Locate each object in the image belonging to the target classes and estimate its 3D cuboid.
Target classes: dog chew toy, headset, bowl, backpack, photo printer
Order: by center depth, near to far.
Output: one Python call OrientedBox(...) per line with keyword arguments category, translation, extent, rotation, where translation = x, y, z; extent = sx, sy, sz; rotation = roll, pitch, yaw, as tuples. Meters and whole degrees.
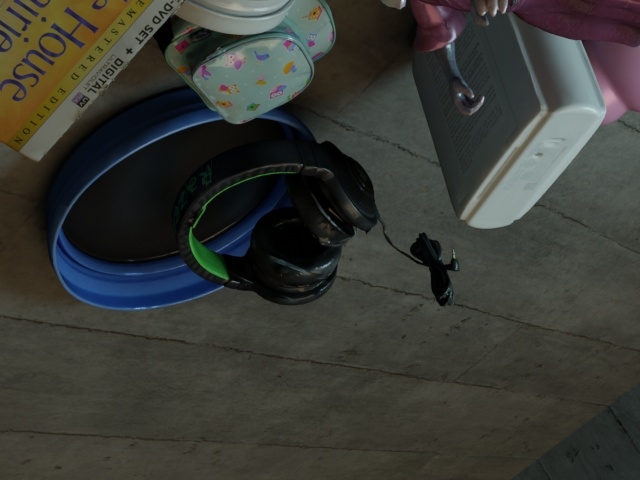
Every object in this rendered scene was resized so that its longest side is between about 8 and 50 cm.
OrientedBox(category="backpack", translation=(-0.077, -0.235, 1.287), extent=(0.188, 0.144, 0.166), rotation=(-33, 149, 4))
OrientedBox(category="photo printer", translation=(0.216, -0.207, 1.410), extent=(0.107, 0.308, 0.256), rotation=(-1, 148, -22))
OrientedBox(category="headset", translation=(0.000, 0.000, 1.515), extent=(0.394, 0.185, 0.243), rotation=(8, 135, -31))
OrientedBox(category="bowl", translation=(-0.184, -0.054, 1.538), extent=(0.391, 0.077, 0.391), rotation=(-21, 149, -14))
OrientedBox(category="dog chew toy", translation=(0.486, -0.280, 1.651), extent=(0.331, 0.207, 0.206), rotation=(-31, 151, 20))

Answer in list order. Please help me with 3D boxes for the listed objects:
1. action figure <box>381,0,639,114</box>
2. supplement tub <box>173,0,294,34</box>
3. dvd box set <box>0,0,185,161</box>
OrientedBox(category="action figure", translation=(0.189, -0.289, 1.150), extent=(0.370, 0.276, 0.248), rotation=(3, 165, -14))
OrientedBox(category="supplement tub", translation=(-0.062, -0.353, 1.076), extent=(0.191, 0.191, 0.272), rotation=(-7, 143, -34))
OrientedBox(category="dvd box set", translation=(-0.320, -0.280, 0.934), extent=(0.420, 0.062, 0.307), rotation=(34, 116, -30))
